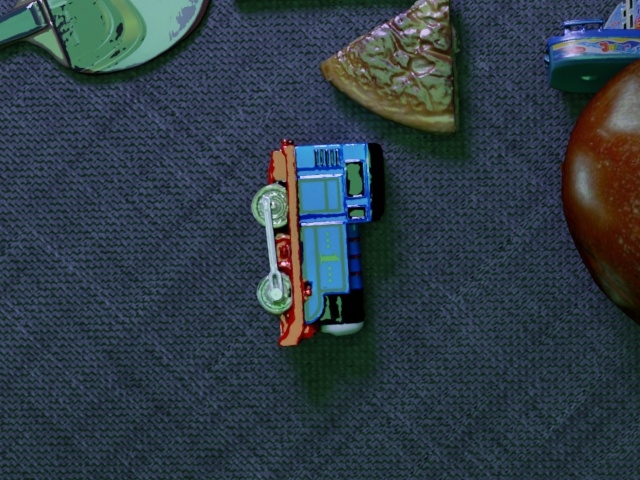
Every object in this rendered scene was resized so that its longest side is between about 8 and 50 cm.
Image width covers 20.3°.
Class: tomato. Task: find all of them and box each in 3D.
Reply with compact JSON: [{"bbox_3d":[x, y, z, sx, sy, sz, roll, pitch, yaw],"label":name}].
[{"bbox_3d":[0.375,-0.038,1.642,0.304,0.239,0.303,-3,107,-8],"label":"tomato"}]

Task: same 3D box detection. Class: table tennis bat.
[{"bbox_3d":[-0.257,-0.243,1.831,0.301,0.022,0.173,-21,90,4],"label":"table tennis bat"}]

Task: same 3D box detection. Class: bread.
[{"bbox_3d":[0.098,-0.162,1.780,0.154,0.054,0.136,-34,87,12],"label":"bread"}]

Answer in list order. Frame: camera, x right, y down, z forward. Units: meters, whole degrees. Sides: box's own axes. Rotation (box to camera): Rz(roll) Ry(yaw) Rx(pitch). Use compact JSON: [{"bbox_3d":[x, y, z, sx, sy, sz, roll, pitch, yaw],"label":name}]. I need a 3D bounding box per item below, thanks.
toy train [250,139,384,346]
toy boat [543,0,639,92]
[{"bbox_3d":[0.000,0.000,1.784,0.131,0.083,0.204,-2,93,4],"label":"toy train"},{"bbox_3d":[0.306,-0.205,1.750,0.175,0.091,0.110,-1,65,3],"label":"toy boat"}]
